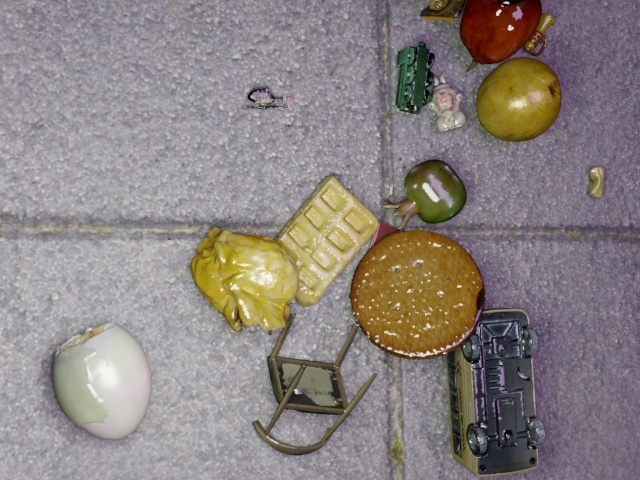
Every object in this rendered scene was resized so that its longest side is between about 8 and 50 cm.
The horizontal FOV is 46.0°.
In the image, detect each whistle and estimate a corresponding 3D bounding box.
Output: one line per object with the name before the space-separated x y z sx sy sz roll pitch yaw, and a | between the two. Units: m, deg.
whistle | 0.568 -0.532 1.970 0.046 0.057 0.109 27 83 29

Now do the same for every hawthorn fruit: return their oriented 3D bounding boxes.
hawthorn fruit | 0.421 -0.513 1.821 0.189 0.189 0.251 13 116 -20

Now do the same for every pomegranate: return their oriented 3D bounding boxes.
pomegranate | 0.242 -0.095 1.757 0.191 0.131 0.152 -37 91 -5

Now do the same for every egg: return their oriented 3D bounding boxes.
egg | -0.409 0.276 1.441 0.183 0.183 0.217 -27 101 -21

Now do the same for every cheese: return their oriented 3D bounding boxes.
cheese | 0.728 -0.156 1.995 0.044 0.030 0.083 2 90 -27

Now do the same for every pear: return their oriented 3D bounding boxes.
pear | 0.487 -0.344 1.829 0.208 0.209 0.209 2 85 -21

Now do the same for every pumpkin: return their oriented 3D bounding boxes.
pumpkin | 0.305 -0.569 1.853 0.101 0.035 0.073 16 71 26

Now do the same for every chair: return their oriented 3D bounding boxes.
chair | -0.023 0.309 1.606 0.188 0.166 0.272 11 124 -21

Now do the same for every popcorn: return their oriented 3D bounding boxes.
popcorn | -0.150 0.075 1.542 0.190 0.191 0.254 -38 90 -8

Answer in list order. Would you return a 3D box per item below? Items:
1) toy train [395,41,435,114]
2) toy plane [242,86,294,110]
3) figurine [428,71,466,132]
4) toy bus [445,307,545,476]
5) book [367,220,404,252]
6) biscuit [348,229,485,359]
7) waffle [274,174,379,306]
toy train | 0.219 -0.379 1.779 0.071 0.111 0.171 8 86 -19
toy plane | -0.117 -0.315 1.684 0.120 0.031 0.049 -3 92 -19
figurine | 0.308 -0.338 1.813 0.081 0.098 0.146 -14 92 -9
toy bus | 0.385 0.337 1.732 0.176 0.202 0.366 -2 89 -15
book | 0.211 0.068 1.780 0.231 0.022 0.162 22 80 -18
biscuit | 0.213 0.118 1.676 0.305 0.038 0.305 -4 70 10
waffle | 0.000 0.000 1.686 0.168 0.057 0.274 44 72 -12
